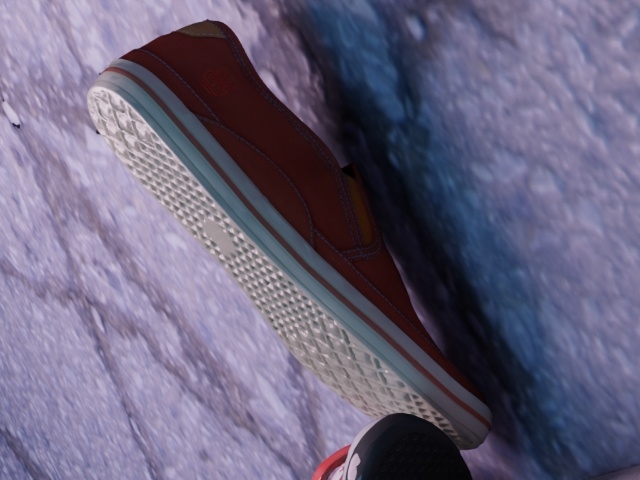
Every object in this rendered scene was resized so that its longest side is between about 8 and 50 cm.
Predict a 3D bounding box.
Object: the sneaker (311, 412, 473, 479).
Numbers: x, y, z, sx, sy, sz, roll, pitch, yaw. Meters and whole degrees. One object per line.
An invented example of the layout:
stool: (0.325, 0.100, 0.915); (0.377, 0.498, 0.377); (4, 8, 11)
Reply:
sneaker: (0.036, 0.172, 1.096); (0.145, 0.090, 0.270); (35, 163, 39)

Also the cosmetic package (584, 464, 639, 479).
cosmetic package: (0.220, 0.204, 0.829); (0.197, 0.155, 0.365); (60, 152, 5)

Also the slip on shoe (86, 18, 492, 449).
slip on shoe: (0.000, 0.000, 1.040); (0.331, 0.101, 0.123); (49, 157, -9)
